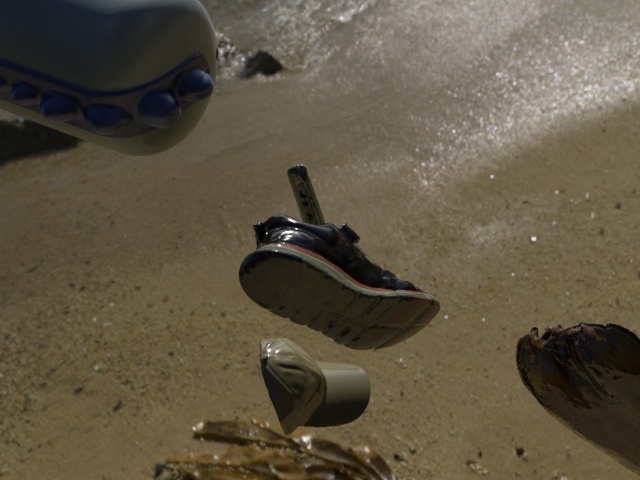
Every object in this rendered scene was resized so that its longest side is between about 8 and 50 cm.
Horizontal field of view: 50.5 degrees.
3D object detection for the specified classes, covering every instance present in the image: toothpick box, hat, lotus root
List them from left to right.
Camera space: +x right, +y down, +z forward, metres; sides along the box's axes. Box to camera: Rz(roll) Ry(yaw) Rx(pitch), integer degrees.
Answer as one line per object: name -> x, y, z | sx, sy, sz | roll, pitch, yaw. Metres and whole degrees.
toothpick box -> -0.300, -0.239, 0.890 | 0.355, 0.263, 0.263 | 21, 49, 17
hat -> -0.007, 0.223, 1.144 | 0.173, 0.144, 0.166 | -17, 43, -6
lotus root -> 0.355, 0.213, 0.764 | 0.167, 0.329, 0.078 | -30, 28, 55

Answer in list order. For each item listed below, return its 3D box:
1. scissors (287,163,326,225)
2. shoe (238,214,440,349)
scissors -> 0.000, 0.000, 1.073 | 0.041, 0.289, 0.138 | -17, 37, 4
shoe -> 0.024, 0.050, 0.893 | 0.114, 0.291, 0.137 | -50, 30, 29
